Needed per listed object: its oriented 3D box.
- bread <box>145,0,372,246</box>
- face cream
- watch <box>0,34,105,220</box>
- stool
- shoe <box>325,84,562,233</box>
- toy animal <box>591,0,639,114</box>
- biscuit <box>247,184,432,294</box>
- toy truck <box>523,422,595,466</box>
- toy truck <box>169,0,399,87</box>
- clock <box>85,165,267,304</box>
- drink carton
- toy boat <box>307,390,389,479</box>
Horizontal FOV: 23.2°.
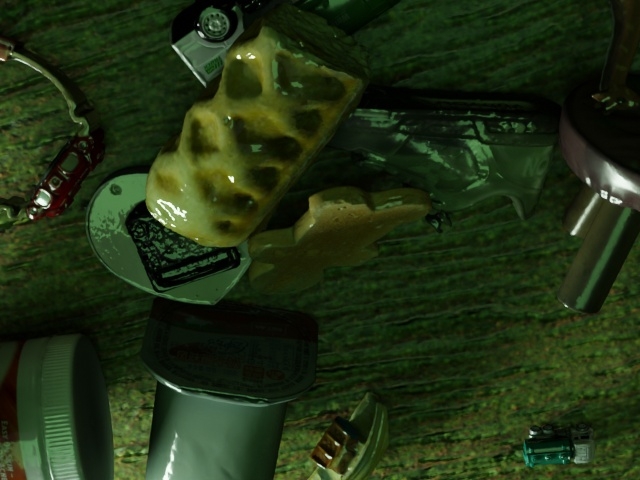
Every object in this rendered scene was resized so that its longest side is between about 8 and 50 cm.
[{"bbox_3d":[-0.066,-0.101,1.500,0.152,0.130,0.267,7,132,-42],"label":"bread"},{"bbox_3d":[-0.333,0.208,1.672,0.187,0.201,0.201,-8,111,3],"label":"face cream"},{"bbox_3d":[-0.348,-0.137,1.610,0.165,0.102,0.268,-44,96,8],"label":"watch"},{"bbox_3d":[0.352,-0.035,1.553,0.272,0.272,0.178,11,119,-4],"label":"stool"},{"bbox_3d":[0.101,-0.078,1.611,0.293,0.109,0.149,1,111,-1],"label":"shoe"},{"bbox_3d":[0.311,-0.256,1.507,0.230,0.066,0.224,-36,74,0],"label":"toy animal"},{"bbox_3d":[0.000,0.000,1.617,0.153,0.030,0.234,4,153,-29],"label":"biscuit"},{"bbox_3d":[0.270,0.234,1.764,0.083,0.044,0.039,-5,114,2],"label":"toy truck"},{"bbox_3d":[-0.027,-0.237,1.559,0.242,0.101,0.125,-33,115,10],"label":"toy truck"},{"bbox_3d":[-0.145,-0.006,1.665,0.198,0.064,0.172,-18,109,8],"label":"clock"},{"bbox_3d":[-0.114,0.186,1.680,0.185,0.191,0.189,12,117,-6],"label":"drink carton"},{"bbox_3d":[0.020,0.247,1.758,0.066,0.065,0.172,29,104,-24],"label":"toy boat"}]
